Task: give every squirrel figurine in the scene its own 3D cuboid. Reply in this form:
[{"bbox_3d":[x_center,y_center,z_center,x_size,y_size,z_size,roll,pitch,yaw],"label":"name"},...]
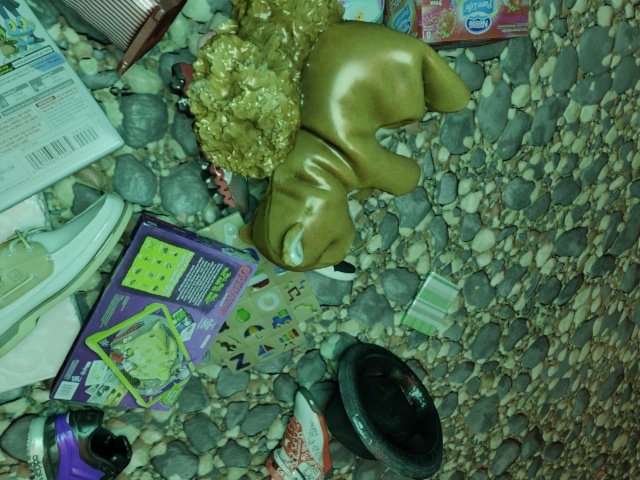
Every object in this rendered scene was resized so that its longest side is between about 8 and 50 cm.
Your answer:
[{"bbox_3d":[-0.032,-0.149,0.610,0.397,0.281,0.370,28,89,-39],"label":"squirrel figurine"}]

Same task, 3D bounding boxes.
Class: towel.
[{"bbox_3d":[-0.563,0.094,0.617,0.317,0.053,0.331,-12,109,-21],"label":"towel"},{"bbox_3d":[0.279,0.162,1.024,0.113,0.023,0.151,28,94,-25],"label":"towel"}]

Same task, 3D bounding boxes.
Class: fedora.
[{"bbox_3d":[0.127,0.400,0.919,0.334,0.333,0.152,33,120,-28],"label":"fedora"}]

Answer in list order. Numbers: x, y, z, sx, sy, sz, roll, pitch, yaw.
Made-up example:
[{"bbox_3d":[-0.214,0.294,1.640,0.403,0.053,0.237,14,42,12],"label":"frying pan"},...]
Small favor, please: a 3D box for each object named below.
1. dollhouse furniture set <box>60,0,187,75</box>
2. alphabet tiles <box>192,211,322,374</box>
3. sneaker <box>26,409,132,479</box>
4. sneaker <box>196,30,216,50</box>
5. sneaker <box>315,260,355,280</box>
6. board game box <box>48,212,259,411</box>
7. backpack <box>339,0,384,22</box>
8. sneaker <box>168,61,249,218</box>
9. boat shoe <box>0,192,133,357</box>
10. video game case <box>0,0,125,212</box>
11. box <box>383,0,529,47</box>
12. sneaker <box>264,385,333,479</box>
[{"bbox_3d":[-0.211,-0.423,0.473,0.201,0.152,0.374,36,122,-27],"label":"dollhouse furniture set"},{"bbox_3d":[-0.163,0.119,0.776,0.285,0.011,0.342,-25,122,-4],"label":"alphabet tiles"},{"bbox_3d":[-0.425,0.444,0.748,0.146,0.102,0.292,-11,109,-21],"label":"sneaker"},{"bbox_3d":[-0.136,-0.328,0.673,0.135,0.070,0.050,-8,109,-21],"label":"sneaker"},{"bbox_3d":[0.000,0.000,0.819,0.217,0.079,0.121,20,97,-26],"label":"sneaker"},{"bbox_3d":[-0.280,0.141,0.690,0.208,0.056,0.346,27,103,-31],"label":"board game box"},{"bbox_3d":[0.032,-0.446,0.674,0.166,0.144,0.188,-18,114,-24],"label":"backpack"},{"bbox_3d":[-0.155,-0.169,0.693,0.135,0.098,0.275,-20,112,-18],"label":"sneaker"},{"bbox_3d":[-0.407,0.036,0.577,0.302,0.113,0.103,-47,124,-4],"label":"boat shoe"},{"bbox_3d":[-0.504,-0.181,0.539,0.329,0.036,0.299,-35,107,-15],"label":"video game case"},{"bbox_3d":[0.263,-0.444,0.781,0.257,0.128,0.122,-14,110,-20],"label":"box"},{"bbox_3d":[-0.060,0.476,0.924,0.145,0.090,0.269,-18,114,-21],"label":"sneaker"}]
